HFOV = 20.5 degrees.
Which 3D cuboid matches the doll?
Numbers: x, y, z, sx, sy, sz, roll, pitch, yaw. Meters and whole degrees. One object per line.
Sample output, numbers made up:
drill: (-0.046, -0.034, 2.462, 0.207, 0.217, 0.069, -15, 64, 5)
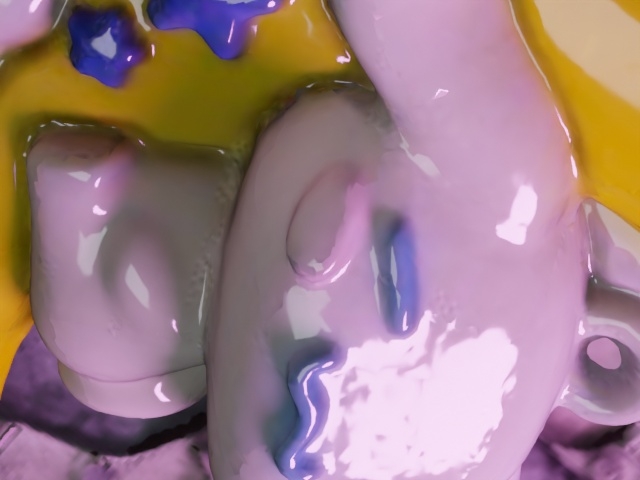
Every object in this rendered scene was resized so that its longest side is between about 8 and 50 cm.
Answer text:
doll: (0.000, 0.000, 0.405, 0.237, 0.111, 0.252, 17, 116, 6)
